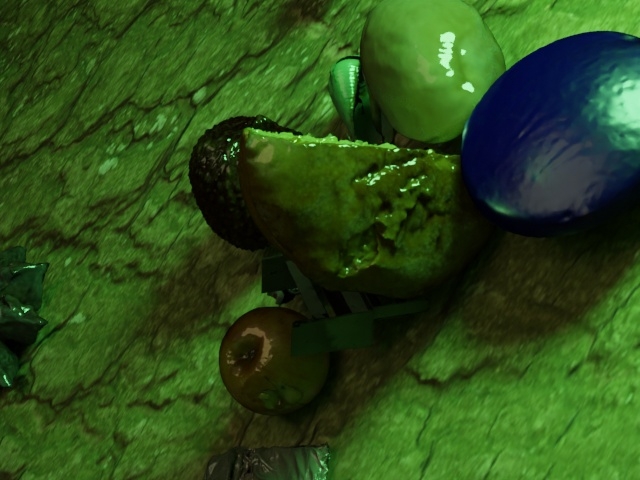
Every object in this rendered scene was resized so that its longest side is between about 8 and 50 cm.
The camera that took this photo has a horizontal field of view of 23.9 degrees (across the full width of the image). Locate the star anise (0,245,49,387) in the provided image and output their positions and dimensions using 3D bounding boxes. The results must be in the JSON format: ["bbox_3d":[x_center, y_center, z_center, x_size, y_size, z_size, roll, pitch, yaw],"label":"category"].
[{"bbox_3d":[-0.580,0.150,2.623,0.332,0.118,0.331,-27,49,35],"label":"star anise"}]

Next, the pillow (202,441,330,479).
[{"bbox_3d":[-0.084,0.317,1.892,0.248,0.049,0.135,-12,51,45],"label":"pillow"}]

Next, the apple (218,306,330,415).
[{"bbox_3d":[-0.063,0.151,1.924,0.146,0.146,0.146,-33,41,34],"label":"apple"}]

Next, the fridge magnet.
[{"bbox_3d":[0.279,-0.115,1.672,0.265,0.113,0.265,-19,51,25],"label":"fridge magnet"}]

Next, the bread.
[{"bbox_3d":[0.049,-0.031,1.792,0.194,0.340,0.179,-158,74,-64],"label":"bread"}]

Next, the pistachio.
[{"bbox_3d":[0.141,-0.225,1.926,0.181,0.162,0.293,-63,30,17],"label":"pistachio"}]

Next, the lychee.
[{"bbox_3d":[-0.093,-0.087,2.117,0.194,0.194,0.194,-33,41,34],"label":"lychee"}]

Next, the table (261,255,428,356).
[{"bbox_3d":[0.029,0.069,1.878,0.146,0.175,0.062,-118,25,-53],"label":"table"}]

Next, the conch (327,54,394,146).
[{"bbox_3d":[0.069,-0.191,2.083,0.106,0.079,0.170,-41,52,35],"label":"conch"}]

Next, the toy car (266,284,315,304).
[{"bbox_3d":[0.000,0.000,1.989,0.205,0.056,0.095,-56,-9,6],"label":"toy car"}]
